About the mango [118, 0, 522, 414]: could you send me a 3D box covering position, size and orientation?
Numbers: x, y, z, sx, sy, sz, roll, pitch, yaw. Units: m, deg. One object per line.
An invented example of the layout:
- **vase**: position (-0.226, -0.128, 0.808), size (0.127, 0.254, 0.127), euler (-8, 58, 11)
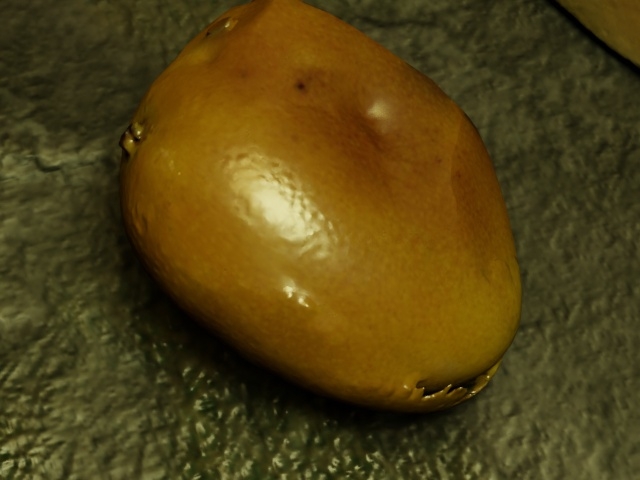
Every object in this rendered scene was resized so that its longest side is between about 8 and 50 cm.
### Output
- **mango**: position (0.000, 0.000, 0.937), size (0.236, 0.136, 0.166), euler (30, 52, -8)

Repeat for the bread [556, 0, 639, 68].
- **bread**: position (0.224, -0.209, 1.068), size (0.251, 0.133, 0.174), euler (40, 65, 12)
